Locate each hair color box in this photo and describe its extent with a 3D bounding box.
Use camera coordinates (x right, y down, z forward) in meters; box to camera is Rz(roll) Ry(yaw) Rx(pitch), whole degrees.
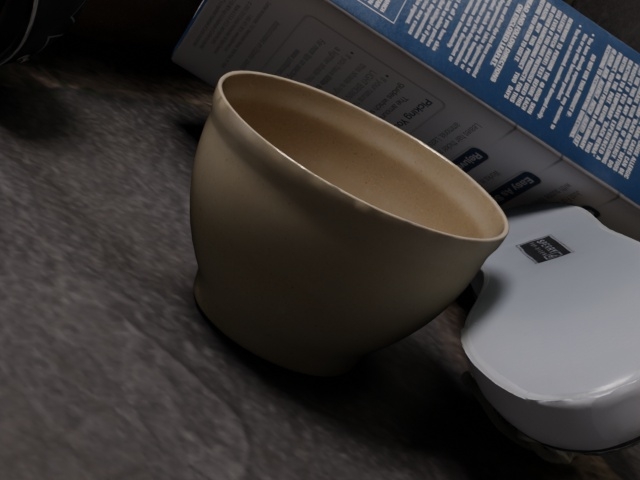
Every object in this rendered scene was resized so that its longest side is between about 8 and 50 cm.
[{"bbox_3d":[0.089,-0.098,0.797,0.347,0.105,0.174,32,-24,-11],"label":"hair color box"}]

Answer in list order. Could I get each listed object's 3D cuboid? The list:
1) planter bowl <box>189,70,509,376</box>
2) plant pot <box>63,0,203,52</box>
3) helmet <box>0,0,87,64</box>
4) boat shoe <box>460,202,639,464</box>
[{"bbox_3d":[0.000,0.000,0.607,0.162,0.109,0.162,24,20,-9],"label":"planter bowl"},{"bbox_3d":[-0.142,-0.233,0.908,0.215,0.215,0.230,41,9,33],"label":"plant pot"},{"bbox_3d":[-0.214,-0.178,0.692,0.161,0.169,0.169,0,30,-23],"label":"helmet"},{"bbox_3d":[0.129,0.061,0.631,0.113,0.105,0.306,-18,12,0],"label":"boat shoe"}]
